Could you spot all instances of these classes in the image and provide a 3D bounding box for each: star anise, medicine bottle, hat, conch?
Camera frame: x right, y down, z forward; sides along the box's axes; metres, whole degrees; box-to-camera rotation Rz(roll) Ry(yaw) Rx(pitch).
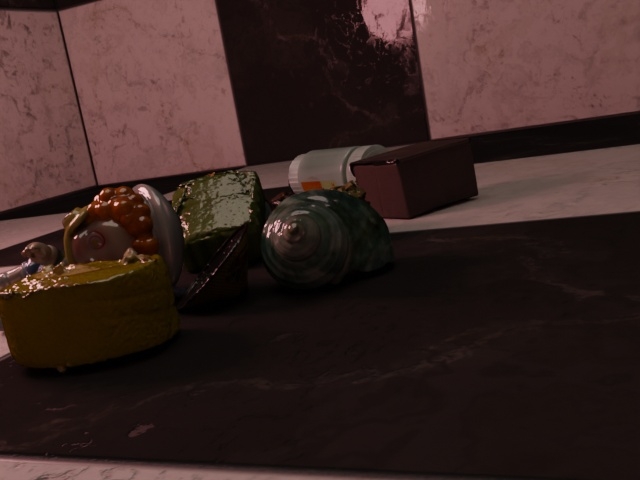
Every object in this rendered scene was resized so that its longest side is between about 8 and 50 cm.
[{"bbox_3d":[-0.152,-0.087,1.997,0.272,0.102,0.272,-19,16,5],"label":"star anise"},{"bbox_3d":[0.056,-0.194,2.254,0.158,0.158,0.318,-19,15,-40],"label":"medicine bottle"},{"bbox_3d":[-0.161,0.067,1.352,0.193,0.082,0.193,-49,12,14],"label":"hat"},{"bbox_3d":[0.000,0.000,1.344,0.220,0.195,0.277,28,1,26],"label":"conch"}]

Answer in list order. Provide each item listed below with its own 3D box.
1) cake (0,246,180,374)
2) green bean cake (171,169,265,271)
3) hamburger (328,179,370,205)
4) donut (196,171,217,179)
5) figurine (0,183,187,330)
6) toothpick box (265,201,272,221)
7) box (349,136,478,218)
[{"bbox_3d":[-0.353,0.104,1.152,0.260,0.156,0.179,-10,5,7],"label":"cake"},{"bbox_3d":[-0.217,-0.046,1.655,0.200,0.113,0.214,-12,46,5],"label":"green bean cake"},{"bbox_3d":[0.006,-0.043,1.688,0.206,0.130,0.183,-21,-4,33],"label":"hamburger"},{"bbox_3d":[-0.305,-0.088,2.096,0.101,0.152,0.259,0,-6,-33],"label":"donut"},{"bbox_3d":[-0.440,0.025,1.420,0.382,0.224,0.205,-11,8,-4],"label":"figurine"},{"bbox_3d":[-0.212,-0.043,1.838,0.184,0.120,0.120,-3,12,45],"label":"toothpick box"},{"bbox_3d":[0.236,-0.154,1.909,0.252,0.153,0.188,-18,12,-35],"label":"box"}]
